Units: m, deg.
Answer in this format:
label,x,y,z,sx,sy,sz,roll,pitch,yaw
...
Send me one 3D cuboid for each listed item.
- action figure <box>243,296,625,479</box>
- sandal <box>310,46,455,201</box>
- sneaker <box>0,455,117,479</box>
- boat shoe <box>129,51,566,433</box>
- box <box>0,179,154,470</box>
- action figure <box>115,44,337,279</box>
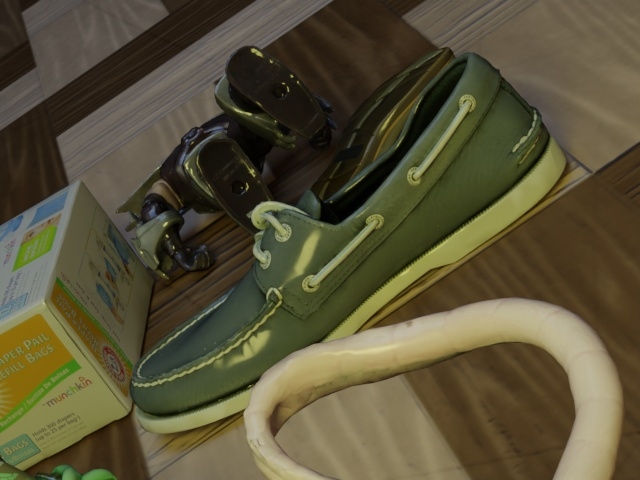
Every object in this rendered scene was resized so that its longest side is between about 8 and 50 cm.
label,x,y,z,sx,sy,sz,roll,pitch,yaw
action figure,0.094,0.176,0.494,0.248,0.275,0.370,-21,11,17
sandal,0.044,-0.059,1.347,0.180,0.049,0.072,-59,23,-18
sneaker,-0.111,0.168,0.894,0.410,0.182,0.158,-20,26,33
boat shoe,0.000,0.000,1.202,0.319,0.099,0.116,-35,22,0
box,-0.198,0.061,1.358,0.114,0.103,0.203,-29,22,12
action figure,-0.066,-0.054,1.401,0.185,0.099,0.285,-53,5,-8
